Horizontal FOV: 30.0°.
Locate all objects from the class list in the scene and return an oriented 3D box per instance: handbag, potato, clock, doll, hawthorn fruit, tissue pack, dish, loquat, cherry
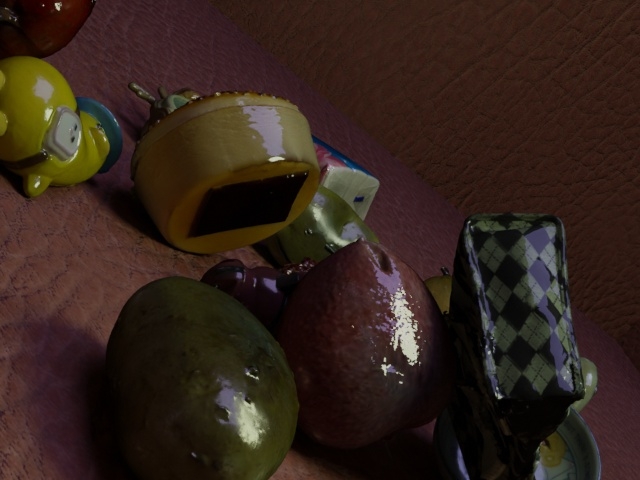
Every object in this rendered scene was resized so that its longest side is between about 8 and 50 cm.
[{"bbox_3d":[0.270,0.204,1.692,0.416,0.180,0.316,90,-4,-54],"label":"handbag"},{"bbox_3d":[-0.126,0.162,1.248,0.210,0.173,0.307,40,16,-23],"label":"potato"},{"bbox_3d":[-0.222,-0.165,2.132,0.308,0.096,0.235,46,15,13],"label":"clock"},{"bbox_3d":[-0.374,-0.145,1.606,0.363,0.145,0.199,32,55,-69],"label":"doll"},{"bbox_3d":[-0.467,-0.367,1.835,0.215,0.215,0.249,38,23,-20],"label":"hawthorn fruit"},{"bbox_3d":[-0.042,-0.145,2.304,0.270,0.137,0.209,32,9,31],"label":"tissue pack"},{"bbox_3d":[0.298,0.363,1.922,0.273,0.133,0.273,9,48,-10],"label":"dish"},{"bbox_3d":[0.262,0.159,2.423,0.172,0.149,0.204,24,44,-49],"label":"loquat"},{"bbox_3d":[0.056,0.149,1.609,0.261,0.307,0.221,-11,5,-40],"label":"cherry"},{"bbox_3d":[0.000,0.000,2.114,0.248,0.169,0.143,47,-20,-28],"label":"potato"}]

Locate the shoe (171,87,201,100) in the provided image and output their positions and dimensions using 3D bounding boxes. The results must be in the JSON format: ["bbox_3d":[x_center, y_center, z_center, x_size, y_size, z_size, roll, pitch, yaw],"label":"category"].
[{"bbox_3d":[-0.266,-0.264,2.359,0.069,0.072,0.109,37,14,-3],"label":"shoe"}]

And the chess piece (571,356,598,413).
[{"bbox_3d":[0.419,0.251,2.579,0.330,0.182,0.182,35,15,-13],"label":"chess piece"}]

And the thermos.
[{"bbox_3d":[-0.033,0.118,1.739,0.136,0.109,0.330,-1,-26,48],"label":"thermos"}]

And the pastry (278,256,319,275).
[{"bbox_3d":[-0.034,0.083,1.926,0.115,0.097,0.208,55,14,7],"label":"pastry"}]

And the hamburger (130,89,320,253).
[{"bbox_3d":[-0.147,-0.110,1.803,0.300,0.300,0.176,22,41,-57],"label":"hamburger"}]
